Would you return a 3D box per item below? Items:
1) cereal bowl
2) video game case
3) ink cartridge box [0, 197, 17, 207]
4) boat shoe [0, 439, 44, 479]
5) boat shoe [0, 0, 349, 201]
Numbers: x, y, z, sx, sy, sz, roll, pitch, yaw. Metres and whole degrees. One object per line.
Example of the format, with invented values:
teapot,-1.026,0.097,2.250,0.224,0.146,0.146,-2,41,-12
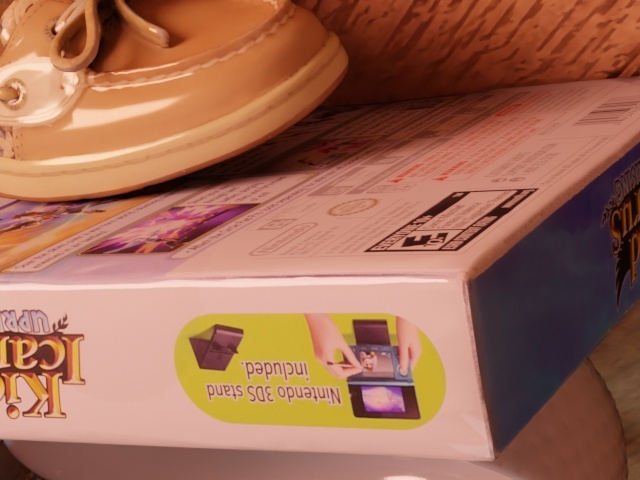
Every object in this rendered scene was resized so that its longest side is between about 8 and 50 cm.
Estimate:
cereal bowl,0.004,0.081,0.867,0.338,0.141,0.339,9,157,4
video game case,0.000,0.000,0.596,0.244,0.061,0.269,-1,-164,30
ink cartridge box,-0.217,0.054,0.898,0.092,0.160,0.219,17,155,-9
boat shoe,-0.223,0.163,1.078,0.079,0.227,0.081,-37,103,22
boat shoe,-0.125,-0.078,0.631,0.285,0.104,0.089,0,121,29
